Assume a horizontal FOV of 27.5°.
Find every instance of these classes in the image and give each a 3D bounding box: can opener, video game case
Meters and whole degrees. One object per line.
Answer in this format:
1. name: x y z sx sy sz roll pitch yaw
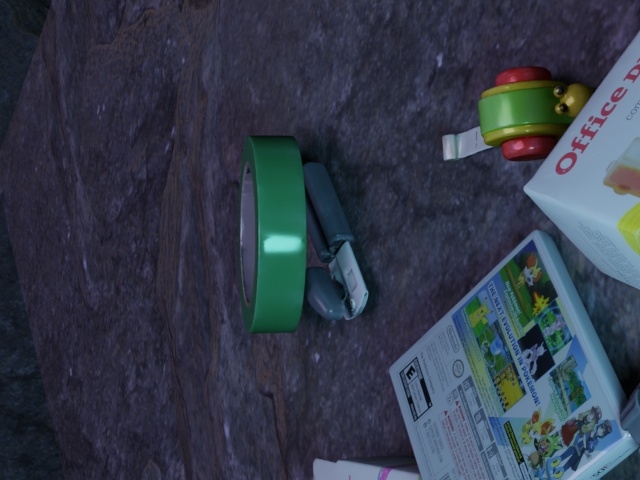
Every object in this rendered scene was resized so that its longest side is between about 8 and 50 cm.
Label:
1. can opener: 0.000 0.000 2.058 0.076 0.095 0.283 -56 45 44
2. video game case: 0.224 0.196 1.597 0.300 0.036 0.329 -47 38 28

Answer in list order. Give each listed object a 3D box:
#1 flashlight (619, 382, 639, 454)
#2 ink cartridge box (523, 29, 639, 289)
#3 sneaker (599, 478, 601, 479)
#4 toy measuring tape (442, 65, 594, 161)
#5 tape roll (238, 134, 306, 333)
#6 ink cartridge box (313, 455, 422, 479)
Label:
1. flashlight: 0.415 0.109 1.319 0.103 0.103 0.304 -81 11 -45
2. ink cartridge box: 0.409 -0.064 1.158 0.279 0.160 0.385 -53 33 -5
3. sneaker: 0.295 0.279 1.566 0.081 0.080 0.211 24 112 61
4. toy measuring tape: 0.219 -0.147 1.655 0.330 0.121 0.121 -13 79 60
5. tape roll: -0.082 -0.010 2.115 0.321 0.077 0.321 180 90 -80
6. ink cartridge box: 0.124 0.412 1.828 0.353 0.119 0.207 -5 86 59
